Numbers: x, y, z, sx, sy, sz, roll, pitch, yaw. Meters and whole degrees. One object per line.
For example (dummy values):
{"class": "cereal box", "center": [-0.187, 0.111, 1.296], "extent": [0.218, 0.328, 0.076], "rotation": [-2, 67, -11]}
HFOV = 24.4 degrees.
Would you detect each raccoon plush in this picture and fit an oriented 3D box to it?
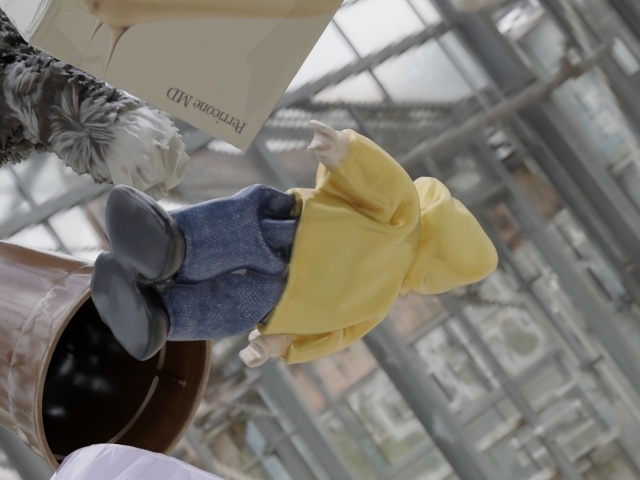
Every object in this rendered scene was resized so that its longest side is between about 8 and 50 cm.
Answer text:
{"class": "raccoon plush", "center": [-0.265, -0.168, 1.428], "extent": [0.299, 0.446, 0.216], "rotation": [-38, -23, -53]}

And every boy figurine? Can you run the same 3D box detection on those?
{"class": "boy figurine", "center": [0.000, 0.000, 0.967], "extent": [0.285, 0.092, 0.177], "rotation": [-9, -56, -35]}

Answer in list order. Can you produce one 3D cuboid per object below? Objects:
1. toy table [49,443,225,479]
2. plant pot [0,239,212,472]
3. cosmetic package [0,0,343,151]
{"class": "toy table", "center": [-0.039, 0.226, 0.553], "extent": [0.252, 0.274, 0.161], "rotation": [-20, 32, 47]}
{"class": "plant pot", "center": [-0.195, 0.079, 1.086], "extent": [0.165, 0.167, 0.167], "rotation": [17, 26, 38]}
{"class": "cosmetic package", "center": [-0.037, -0.225, 0.825], "extent": [0.160, 0.113, 0.309], "rotation": [24, -76, -36]}
